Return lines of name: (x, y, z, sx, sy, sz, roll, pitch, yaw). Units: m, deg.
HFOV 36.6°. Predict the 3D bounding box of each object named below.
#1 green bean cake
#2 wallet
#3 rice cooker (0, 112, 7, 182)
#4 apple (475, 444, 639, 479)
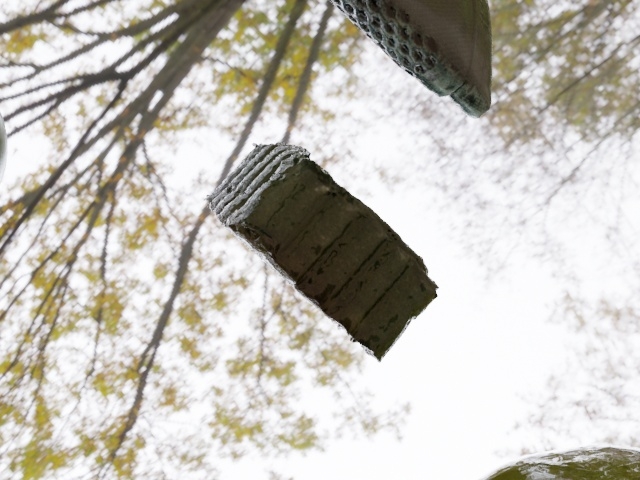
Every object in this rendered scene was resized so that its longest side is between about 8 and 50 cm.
green bean cake: (0.000, 0.000, 0.822, 0.173, 0.181, 0.094, 43, -93, -18)
wallet: (0.005, -0.258, 0.753, 0.342, 0.075, 0.237, 40, -148, -25)
rice cooker: (-0.432, -0.034, 0.828, 0.288, 0.277, 0.288, 22, -144, -17)
apple: (0.170, 0.241, 0.532, 0.279, 0.279, 0.279, 20, -127, -28)
